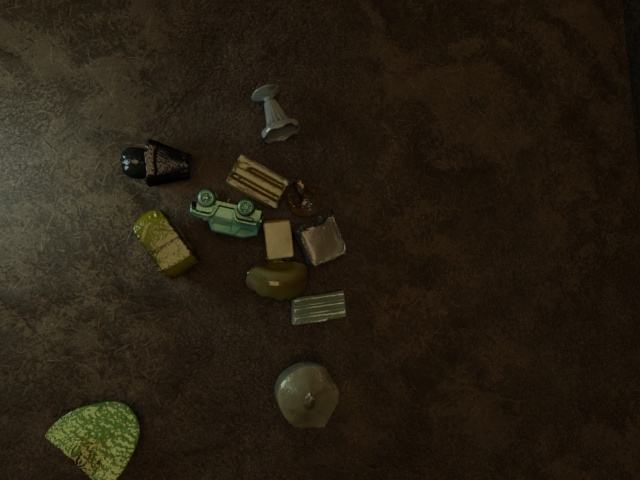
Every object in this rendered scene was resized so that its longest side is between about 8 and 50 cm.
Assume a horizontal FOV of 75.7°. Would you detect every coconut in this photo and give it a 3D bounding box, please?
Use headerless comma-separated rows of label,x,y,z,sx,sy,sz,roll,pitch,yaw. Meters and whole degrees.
coconut,-0.049,0.592,1.574,0.244,0.247,0.245,1,85,-12

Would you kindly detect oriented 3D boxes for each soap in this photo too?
soap,-0.255,-0.235,1.675,0.233,0.076,0.135,27,81,-9

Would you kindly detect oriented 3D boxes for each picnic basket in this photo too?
picnic basket,-0.173,-0.003,1.668,0.115,0.079,0.164,-5,92,-13

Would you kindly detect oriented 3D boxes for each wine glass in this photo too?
wine glass,-0.186,-0.514,1.667,0.164,0.165,0.197,-19,87,-11

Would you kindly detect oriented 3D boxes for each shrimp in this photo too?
shrimp,-0.072,-0.174,1.696,0.132,0.051,0.187,-49,116,-17

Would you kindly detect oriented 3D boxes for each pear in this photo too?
pear,-0.785,0.701,1.492,0.288,0.139,0.239,44,65,-1

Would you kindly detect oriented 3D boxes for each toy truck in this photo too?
toy truck,-0.363,-0.104,1.609,0.278,0.155,0.156,12,92,-10

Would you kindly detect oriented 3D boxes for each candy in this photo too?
candy,0.000,0.000,1.677,0.184,0.137,0.195,-26,93,-11

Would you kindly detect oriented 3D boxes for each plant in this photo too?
plant,-0.627,-0.293,1.576,0.255,0.142,0.165,-1,88,-15

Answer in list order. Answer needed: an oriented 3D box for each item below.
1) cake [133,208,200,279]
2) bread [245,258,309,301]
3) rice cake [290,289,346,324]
cake,-0.575,0.012,1.547,0.156,0.179,0.261,-34,90,-12
bread,-0.163,0.172,1.599,0.260,0.156,0.158,5,117,-15
rice cake,-0.007,0.280,1.704,0.237,0.043,0.127,-5,87,-10
